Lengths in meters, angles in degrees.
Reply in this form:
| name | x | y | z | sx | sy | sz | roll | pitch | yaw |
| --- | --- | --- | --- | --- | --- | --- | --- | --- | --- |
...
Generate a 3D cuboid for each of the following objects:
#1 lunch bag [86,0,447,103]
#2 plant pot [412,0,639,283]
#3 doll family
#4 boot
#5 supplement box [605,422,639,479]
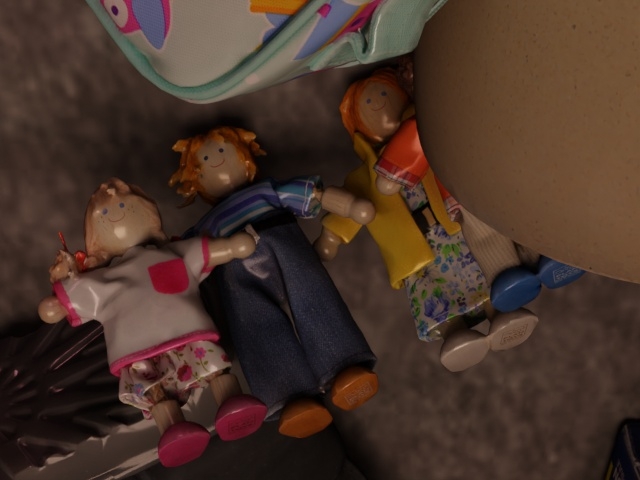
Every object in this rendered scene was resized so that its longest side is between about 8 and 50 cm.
| name | x | y | z | sx | sy | sz | roll | pitch | yaw |
| --- | --- | --- | --- | --- | --- | --- | --- | --- | --- |
| lunch bag | 0.001 | -0.185 | 0.502 | 0.224 | 0.108 | 0.279 | 54 | 130 | 6 |
| plant pot | 0.167 | -0.140 | 0.590 | 0.284 | 0.284 | 0.191 | -9 | 126 | 3 |
| doll family | 0.000 | 0.000 | 0.755 | 0.263 | 0.163 | 0.118 | -25 | 156 | 2 |
| boot | -0.105 | 0.254 | 0.941 | 0.367 | 0.146 | 0.445 | -20 | 127 | 9 |
| supplement box | 0.258 | 0.312 | 0.963 | 0.195 | 0.194 | 0.357 | 3 | 124 | -6 |
